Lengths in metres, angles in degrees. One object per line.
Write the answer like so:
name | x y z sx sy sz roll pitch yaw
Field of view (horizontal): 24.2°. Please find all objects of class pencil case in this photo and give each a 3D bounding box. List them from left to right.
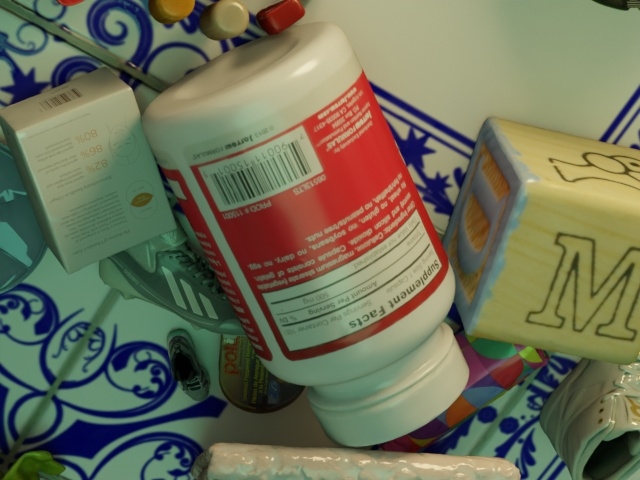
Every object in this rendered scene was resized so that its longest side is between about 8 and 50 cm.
pencil case | 0.158 0.163 1.760 0.236 0.104 0.104 -37 116 10

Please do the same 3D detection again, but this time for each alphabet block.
alphabet block | 0.262 -0.001 1.640 0.197 0.192 0.193 12 116 -12

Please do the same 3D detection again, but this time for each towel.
towel | 0.024 0.271 1.694 0.332 0.317 0.053 3 77 -9

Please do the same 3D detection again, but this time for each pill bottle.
pill bottle | 0.000 0.000 1.551 0.229 0.229 0.407 -24 109 4

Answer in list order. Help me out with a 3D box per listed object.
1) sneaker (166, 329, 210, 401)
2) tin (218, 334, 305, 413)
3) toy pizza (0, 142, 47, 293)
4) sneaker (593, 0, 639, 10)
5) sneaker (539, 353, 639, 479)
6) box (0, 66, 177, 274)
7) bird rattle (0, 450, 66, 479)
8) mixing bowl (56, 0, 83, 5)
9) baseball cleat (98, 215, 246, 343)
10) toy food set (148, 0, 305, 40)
sneaker | -0.154 0.159 1.727 0.038 0.069 0.098 -21 117 3
tin | -0.066 0.113 1.736 0.106 0.040 0.189 0 116 -13
toy pizza | -0.392 -0.027 1.622 0.201 0.032 0.201 -3 115 -7
sneaker | 0.276 -0.437 1.415 0.185 0.202 0.482 -12 117 -1
sneaker | 0.374 0.162 1.749 0.108 0.169 0.292 23 110 -16
box | -0.245 -0.074 1.568 0.130 0.091 0.170 -24 119 -16
bird rattle | -0.435 0.278 1.721 0.253 0.143 0.207 34 124 -18
mixing bowl | -0.237 -0.326 1.433 0.098 0.181 0.181 35 109 7
baseball cleat | -0.144 0.038 1.644 0.206 0.072 0.109 18 115 2
toy food set | -0.060 -0.272 1.529 0.232 0.104 0.111 -38 103 -8
